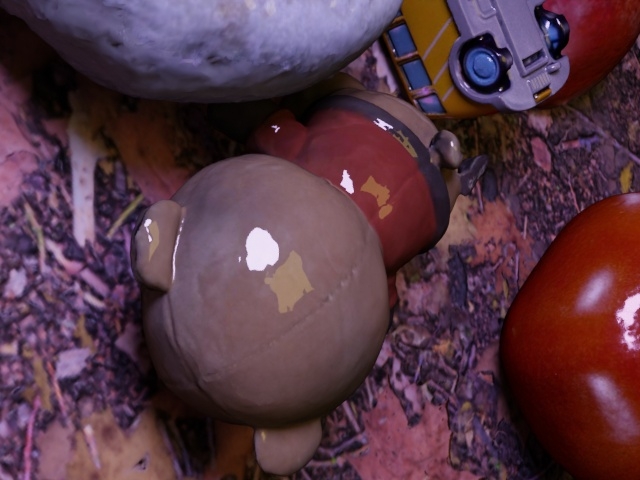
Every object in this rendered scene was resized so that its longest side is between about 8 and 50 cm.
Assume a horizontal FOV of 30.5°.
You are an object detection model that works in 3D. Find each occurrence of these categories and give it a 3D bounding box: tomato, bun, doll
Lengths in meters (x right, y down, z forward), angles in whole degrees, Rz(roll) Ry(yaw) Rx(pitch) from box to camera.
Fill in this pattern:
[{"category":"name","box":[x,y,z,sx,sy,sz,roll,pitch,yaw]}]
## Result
[{"category":"tomato","box":[0.297,0.099,1.096,0.299,0.226,0.298,5,82,-38]},{"category":"bun","box":[-0.091,-0.246,0.810,0.354,0.194,0.354,8,77,-37]},{"category":"doll","box":[0.000,0.000,0.863,0.330,0.174,0.235,-51,122,-40]},{"category":"tomato","box":[0.253,-0.292,1.178,0.309,0.170,0.309,13,71,-41]}]

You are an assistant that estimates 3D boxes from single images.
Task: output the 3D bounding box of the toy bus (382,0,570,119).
[{"category":"toy bus","box":[0.121,-0.209,1.053,0.126,0.136,0.209,-32,103,-42]}]
